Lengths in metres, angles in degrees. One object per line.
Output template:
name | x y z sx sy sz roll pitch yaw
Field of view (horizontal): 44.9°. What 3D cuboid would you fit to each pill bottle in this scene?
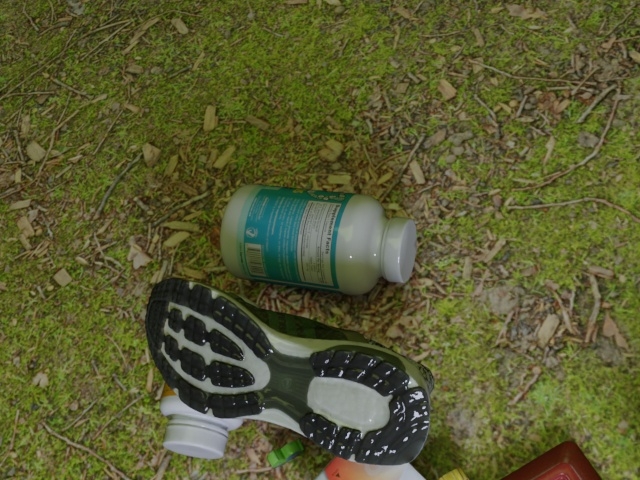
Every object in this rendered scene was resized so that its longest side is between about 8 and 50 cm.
pill bottle | -0.153 0.187 1.078 0.117 0.117 0.214 1 61 18
pill bottle | 0.000 0.000 1.119 0.264 0.146 0.146 7 64 20

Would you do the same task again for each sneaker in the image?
sneaker | -0.037 0.153 0.984 0.411 0.182 0.157 20 101 21

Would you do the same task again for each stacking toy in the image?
stacking toy | 0.053 0.293 0.993 0.221 0.052 0.167 -31 57 -1

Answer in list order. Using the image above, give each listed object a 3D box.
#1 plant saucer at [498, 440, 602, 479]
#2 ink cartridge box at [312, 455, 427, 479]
plant saucer | 0.254 0.393 0.878 0.259 0.047 0.259 -30 56 -1
ink cartridge box | 0.071 0.330 0.917 0.145 0.045 0.179 -46 57 -7
